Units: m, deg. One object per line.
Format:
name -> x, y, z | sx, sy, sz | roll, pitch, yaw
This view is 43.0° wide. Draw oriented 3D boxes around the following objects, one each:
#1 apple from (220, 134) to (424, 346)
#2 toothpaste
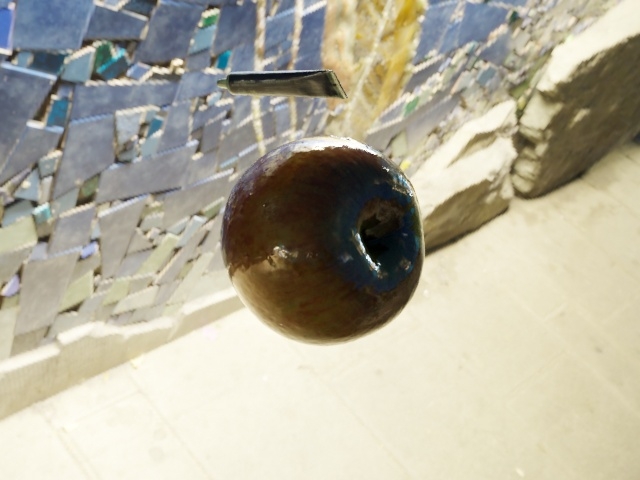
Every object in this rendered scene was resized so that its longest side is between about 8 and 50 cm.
apple -> 0.000, 0.000, 1.513 | 0.400, 0.333, 0.400 | 3, 86, -45
toothpaste -> -0.039, -0.144, 0.746 | 0.140, 0.037, 0.021 | 7, 63, 31
